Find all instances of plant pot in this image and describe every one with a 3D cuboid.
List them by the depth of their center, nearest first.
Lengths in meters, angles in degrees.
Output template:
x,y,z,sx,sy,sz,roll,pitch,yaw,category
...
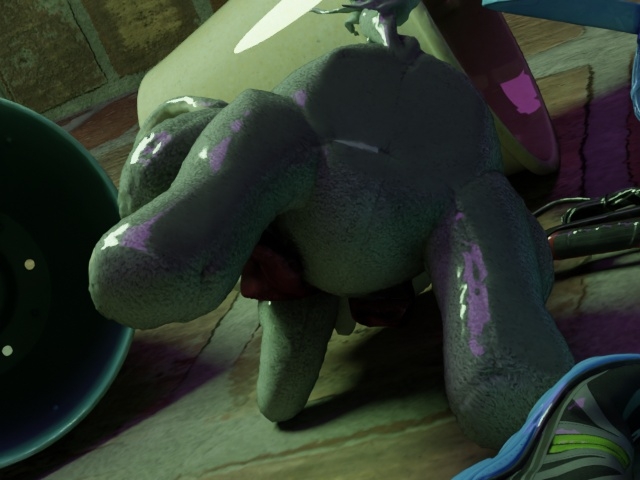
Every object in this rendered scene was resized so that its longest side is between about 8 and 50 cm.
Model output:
x,y,z,sx,sy,sz,roll,pitch,yaw,category
-0.312,0.039,0.943,0.293,0.293,0.235,-28,4,-16,plant pot
0.011,-0.141,1.061,0.306,0.333,0.334,-29,14,22,plant pot

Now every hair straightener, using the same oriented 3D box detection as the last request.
x,y,z,sx,sy,sz,roll,pitch,yaw,category
0.232,-0.014,0.795,0.230,0.047,0.089,-18,17,33,hair straightener

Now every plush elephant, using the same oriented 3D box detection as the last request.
x,y,z,sx,sy,sz,roll,pitch,yaw,category
0.000,0.000,0.739,0.272,0.255,0.329,13,55,-8,plush elephant

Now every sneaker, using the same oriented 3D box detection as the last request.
x,y,z,sx,sy,sz,roll,pitch,yaw,category
0.118,0.117,0.516,0.078,0.067,0.188,25,39,33,sneaker

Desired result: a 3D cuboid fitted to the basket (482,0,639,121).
x,y,z,sx,sy,sz,roll,pitch,yaw,category
0.290,-0.163,0.785,0.289,0.201,0.255,1,8,-23,basket
